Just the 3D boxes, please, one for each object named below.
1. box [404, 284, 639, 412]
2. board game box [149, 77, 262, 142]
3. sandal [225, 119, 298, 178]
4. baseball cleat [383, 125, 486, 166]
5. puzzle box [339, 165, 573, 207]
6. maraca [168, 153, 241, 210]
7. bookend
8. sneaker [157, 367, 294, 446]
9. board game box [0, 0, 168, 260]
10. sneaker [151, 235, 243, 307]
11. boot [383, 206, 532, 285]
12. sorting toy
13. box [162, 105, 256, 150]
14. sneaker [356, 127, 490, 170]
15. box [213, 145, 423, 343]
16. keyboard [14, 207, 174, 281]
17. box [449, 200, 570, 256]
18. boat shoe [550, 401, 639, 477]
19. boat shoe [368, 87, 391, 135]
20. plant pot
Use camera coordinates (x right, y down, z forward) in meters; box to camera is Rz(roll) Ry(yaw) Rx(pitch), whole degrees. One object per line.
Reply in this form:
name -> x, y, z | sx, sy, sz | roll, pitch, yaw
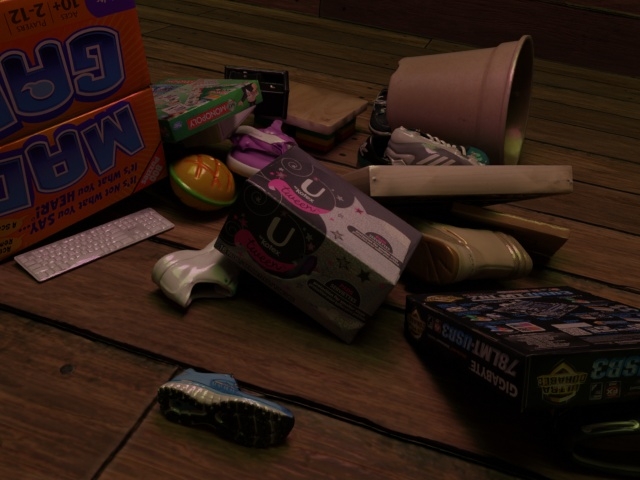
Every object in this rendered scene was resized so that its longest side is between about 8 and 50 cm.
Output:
box -> 0.303, 0.126, 0.767 | 0.295, 0.073, 0.293 | -1, 7, -17
board game box -> -0.297, -0.268, 1.162 | 0.317, 0.046, 0.213 | 16, 40, 43
sandal -> -0.117, -0.206, 1.226 | 0.169, 0.102, 0.416 | 2, 20, -15
baseball cleat -> 0.230, -0.154, 1.191 | 0.205, 0.110, 0.072 | 28, 17, 17
puzzle box -> 0.217, -0.095, 1.088 | 0.408, 0.052, 0.272 | -3, -2, -20
maraca -> -0.208, -0.108, 1.109 | 0.127, 0.099, 0.185 | 53, 24, 22
bookend -> -0.154, -0.351, 1.373 | 0.157, 0.072, 0.156 | 4, 31, -6
sneaker -> -0.104, 0.183, 0.681 | 0.162, 0.063, 0.073 | 15, 28, 11
board game box -> -0.523, -0.244, 0.942 | 0.356, 0.356, 0.356 | 29, 47, 31
sneaker -> -0.148, 0.044, 0.905 | 0.212, 0.080, 0.094 | -27, 58, -36
boot -> 0.216, 0.006, 1.027 | 0.203, 0.095, 0.262 | 0, 16, -31
sorting toy -> -0.044, -0.320, 1.506 | 0.255, 0.089, 0.257 | 19, 33, 18
box -> -0.323, -0.254, 1.259 | 0.321, 0.059, 0.232 | -6, 29, 18
sneaker -> 0.233, -0.180, 1.281 | 0.302, 0.121, 0.108 | 1, 71, -2
box -> 0.000, 0.000, 0.861 | 0.247, 0.142, 0.163 | 35, 35, 5
keyboard -> -0.364, 0.001, 0.965 | 0.072, 0.014, 0.256 | 27, 36, 28
box -> 0.340, -0.020, 1.072 | 0.201, 0.021, 0.164 | 15, -8, 15
boat shoe -> 0.429, 0.241, 0.679 | 0.302, 0.114, 0.091 | 2, 28, 12
boat shoe -> 0.190, -0.365, 1.649 | 0.095, 0.079, 0.254 | 11, 31, 3
plant pot -> 0.341, -0.339, 1.452 | 0.305, 0.334, 0.334 | 11, 29, 25
